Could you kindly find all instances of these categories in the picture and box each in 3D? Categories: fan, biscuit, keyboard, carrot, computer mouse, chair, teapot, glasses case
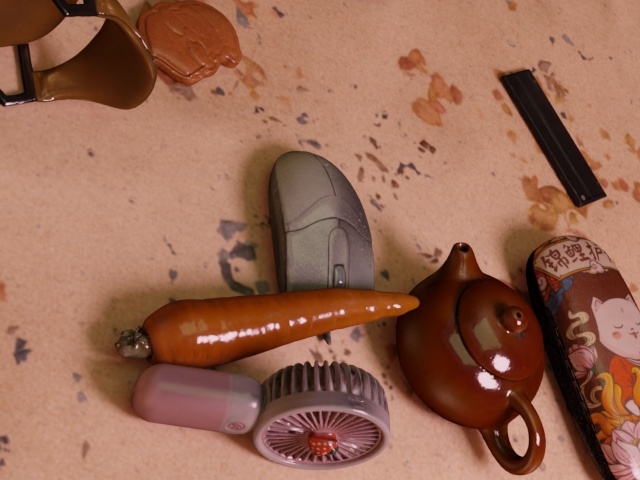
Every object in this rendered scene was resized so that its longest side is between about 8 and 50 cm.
[{"bbox_3d":[-0.054,0.159,1.192,0.244,0.130,0.074,9,54,-15],"label":"fan"},{"bbox_3d":[-0.146,-0.222,1.413,0.130,0.019,0.102,-22,76,-40],"label":"biscuit"},{"bbox_3d":[0.306,-0.136,1.681,0.067,0.011,0.202,-19,76,-42],"label":"keyboard"},{"bbox_3d":[-0.043,0.077,1.252,0.336,0.069,0.069,-9,69,-29],"label":"carrot"},{"bbox_3d":[0.003,-0.004,1.353,0.113,0.068,0.229,5,61,-31],"label":"computer mouse"},{"bbox_3d":[-0.282,-0.237,1.235,0.172,0.159,0.246,-12,70,-41],"label":"chair"},{"bbox_3d":[0.179,0.125,1.355,0.178,0.135,0.252,-9,68,-34],"label":"teapot"},{"bbox_3d":[0.332,0.143,1.483,0.122,0.082,0.321,-4,66,-34],"label":"glasses case"}]
